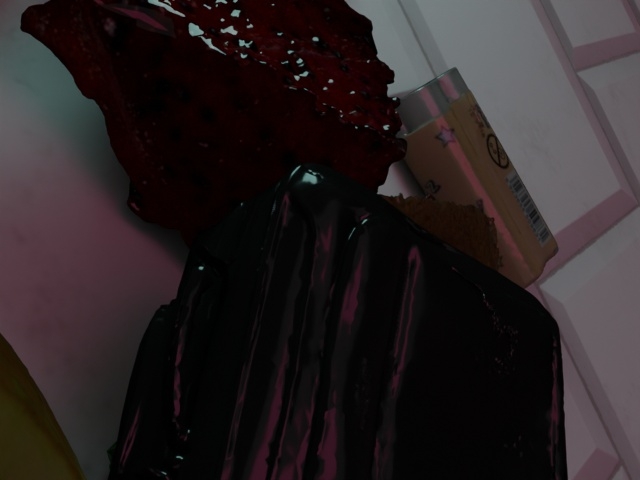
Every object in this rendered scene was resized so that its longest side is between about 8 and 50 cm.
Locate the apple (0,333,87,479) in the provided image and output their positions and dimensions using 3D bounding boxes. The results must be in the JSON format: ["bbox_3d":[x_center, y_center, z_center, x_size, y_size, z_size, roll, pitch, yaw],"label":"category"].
[{"bbox_3d":[-0.250,0.164,0.292,0.374,0.384,0.374,-1,94,-20],"label":"apple"}]

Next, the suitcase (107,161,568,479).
[{"bbox_3d":[0.023,0.151,0.591,0.339,0.188,0.345,29,53,-27],"label":"suitcase"}]

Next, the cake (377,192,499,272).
[{"bbox_3d":[0.101,0.011,0.914,0.295,0.116,0.113,16,58,-49],"label":"cake"}]

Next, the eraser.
[{"bbox_3d":[0.206,-0.080,1.111,0.291,0.087,0.171,59,38,-6],"label":"eraser"}]

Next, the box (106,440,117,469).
[{"bbox_3d":[-0.038,0.213,0.694,0.250,0.103,0.180,56,41,-10],"label":"box"}]

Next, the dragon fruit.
[{"bbox_3d":[-0.114,-0.144,0.782,0.329,0.228,0.286,24,37,-21],"label":"dragon fruit"}]
